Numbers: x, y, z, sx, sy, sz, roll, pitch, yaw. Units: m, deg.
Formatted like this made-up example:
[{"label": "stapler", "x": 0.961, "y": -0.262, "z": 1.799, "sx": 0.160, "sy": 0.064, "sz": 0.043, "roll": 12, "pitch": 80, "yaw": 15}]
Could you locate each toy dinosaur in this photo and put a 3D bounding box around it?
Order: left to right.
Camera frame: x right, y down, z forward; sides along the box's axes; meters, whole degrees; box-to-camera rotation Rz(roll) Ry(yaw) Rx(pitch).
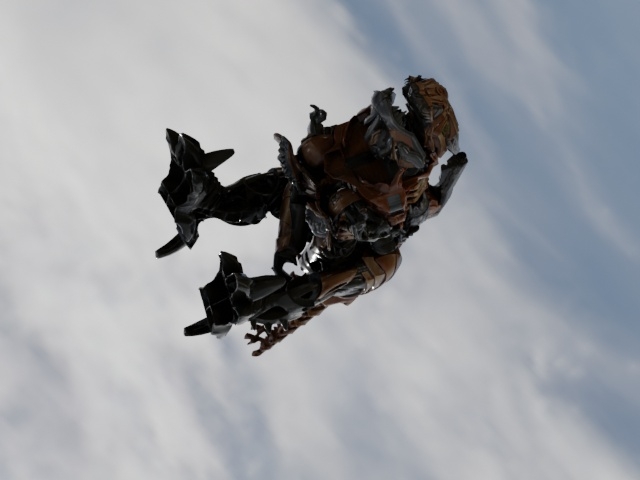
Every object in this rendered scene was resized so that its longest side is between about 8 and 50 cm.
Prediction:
[{"label": "toy dinosaur", "x": 0.000, "y": 0.000, "z": 1.514, "sx": 0.218, "sy": 0.322, "sz": 0.164, "roll": -8, "pitch": -143, "yaw": -27}]
